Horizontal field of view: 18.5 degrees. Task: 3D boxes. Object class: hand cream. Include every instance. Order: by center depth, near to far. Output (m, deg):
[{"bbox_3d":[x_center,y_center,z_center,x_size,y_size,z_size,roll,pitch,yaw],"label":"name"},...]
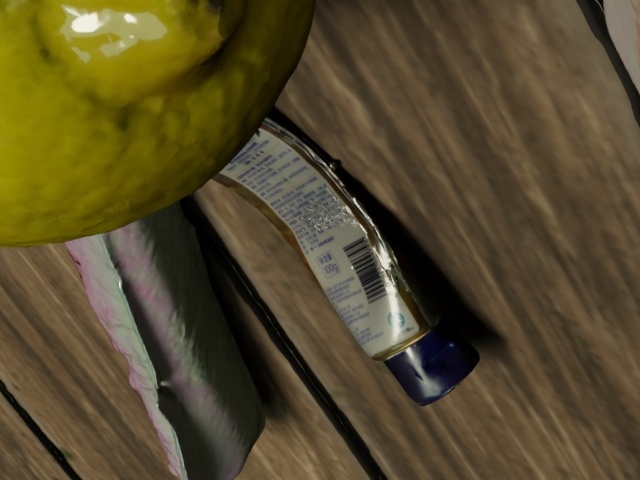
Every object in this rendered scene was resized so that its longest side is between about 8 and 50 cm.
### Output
[{"bbox_3d":[0.000,0.000,0.803,0.163,0.039,0.062,47,149,-11],"label":"hand cream"}]

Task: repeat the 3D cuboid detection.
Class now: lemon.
[{"bbox_3d":[-0.100,-0.089,0.623,0.184,0.184,0.248,49,165,-25],"label":"lemon"}]

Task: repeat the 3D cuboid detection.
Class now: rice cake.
[{"bbox_3d":[-0.086,0.012,0.851,0.051,0.081,0.290,1,138,20],"label":"rice cake"}]

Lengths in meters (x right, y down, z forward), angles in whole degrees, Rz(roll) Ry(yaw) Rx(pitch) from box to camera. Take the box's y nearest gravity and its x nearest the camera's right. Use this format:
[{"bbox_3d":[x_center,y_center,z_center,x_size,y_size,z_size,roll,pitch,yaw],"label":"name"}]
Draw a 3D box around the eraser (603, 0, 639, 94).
[{"bbox_3d":[0.098,-0.120,0.483,0.061,0.089,0.352,-18,138,-2],"label":"eraser"}]
